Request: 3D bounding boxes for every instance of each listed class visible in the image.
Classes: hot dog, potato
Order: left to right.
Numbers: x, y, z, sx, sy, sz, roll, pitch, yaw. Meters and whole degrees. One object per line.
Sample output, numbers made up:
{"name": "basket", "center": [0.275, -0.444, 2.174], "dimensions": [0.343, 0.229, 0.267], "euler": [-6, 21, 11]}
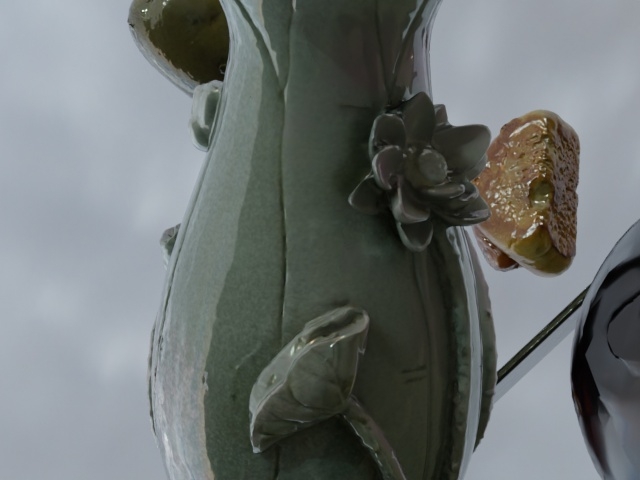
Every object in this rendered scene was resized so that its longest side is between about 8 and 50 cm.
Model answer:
{"name": "potato", "center": [-0.103, -0.222, 1.071], "dimensions": [0.235, 0.178, 0.160], "euler": [15, -99, -34]}
{"name": "hot dog", "center": [0.302, -0.066, 1.446], "dimensions": [0.150, 0.153, 0.257], "euler": [32, -122, -42]}

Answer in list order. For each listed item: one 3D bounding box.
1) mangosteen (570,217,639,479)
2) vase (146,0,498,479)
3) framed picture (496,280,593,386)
{"name": "mangosteen", "center": [0.215, 0.059, 0.426], "dimensions": [0.210, 0.210, 0.210], "euler": [-7, -63, -15]}
{"name": "vase", "center": [0.000, 0.000, 0.620], "dimensions": [0.250, 0.250, 0.445], "euler": [-5, -65, -16]}
{"name": "framed picture", "center": [0.306, 0.104, 1.193], "dimensions": [0.347, 0.016, 0.265], "euler": [-46, -18, 9]}
